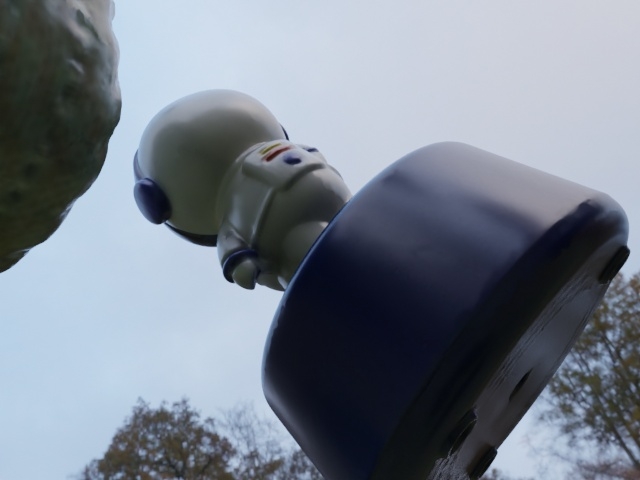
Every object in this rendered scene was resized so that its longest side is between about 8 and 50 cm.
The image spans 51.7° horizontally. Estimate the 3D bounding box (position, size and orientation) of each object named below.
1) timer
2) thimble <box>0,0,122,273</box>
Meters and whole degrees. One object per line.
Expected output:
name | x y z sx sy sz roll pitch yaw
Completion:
timer | 0.000 0.000 0.525 0.270 0.384 0.270 -37 -33 -29
thimble | -0.289 -0.121 0.430 0.291 0.291 0.195 -37 -27 16
